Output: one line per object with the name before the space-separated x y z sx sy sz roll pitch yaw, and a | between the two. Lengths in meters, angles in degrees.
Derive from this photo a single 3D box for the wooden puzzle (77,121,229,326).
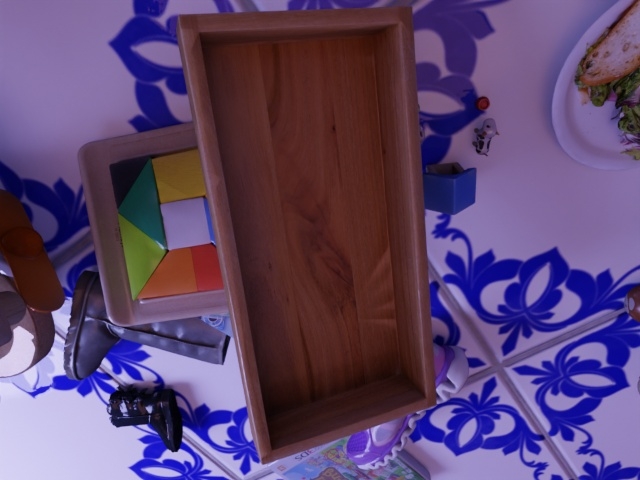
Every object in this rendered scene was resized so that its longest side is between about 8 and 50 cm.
wooden puzzle | -0.143 -0.022 0.490 0.239 0.044 0.220 -9 93 4

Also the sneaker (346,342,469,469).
sneaker | 0.099 0.224 0.630 0.105 0.095 0.236 33 106 -8

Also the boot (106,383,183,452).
boot | -0.278 0.285 0.693 0.099 0.045 0.121 -4 110 1

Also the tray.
tray | 0.000 0.000 0.441 0.203 0.076 0.410 -11 105 -17

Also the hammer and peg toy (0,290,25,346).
hammer and peg toy | -0.417 0.075 0.407 0.266 0.127 0.361 -25 91 7

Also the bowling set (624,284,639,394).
bowling set | 0.478 0.158 0.565 0.287 0.200 0.154 -14 132 -40

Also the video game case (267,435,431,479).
video game case | 0.050 0.395 0.752 0.193 0.023 0.212 -38 110 19

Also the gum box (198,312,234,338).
gum box | -0.041 0.071 0.556 0.185 0.041 0.156 34 96 -14

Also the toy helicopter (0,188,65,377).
toy helicopter | -0.432 0.002 0.510 0.235 0.140 0.354 -18 103 18

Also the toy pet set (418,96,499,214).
toy pet set | 0.131 -0.091 0.478 0.122 0.065 0.114 -5 117 5

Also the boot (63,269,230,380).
boot | -0.234 0.138 0.609 0.209 0.076 0.189 14 117 -13

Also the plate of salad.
plate of salad | 0.340 -0.155 0.437 0.200 0.048 0.199 -1 126 -1
